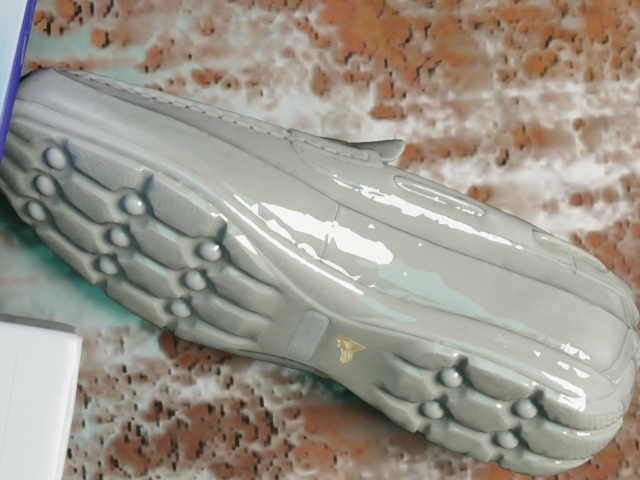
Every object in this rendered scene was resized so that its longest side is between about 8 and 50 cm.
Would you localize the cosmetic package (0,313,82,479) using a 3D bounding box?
[{"bbox_3d":[-0.204,0.097,0.768,0.184,0.151,0.151,10,87,-9],"label":"cosmetic package"}]

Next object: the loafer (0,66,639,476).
[{"bbox_3d":[0.000,0.000,0.834,0.319,0.112,0.111,27,49,-6],"label":"loafer"}]

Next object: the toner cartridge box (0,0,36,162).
[{"bbox_3d":[-0.204,-0.076,0.720,0.165,0.075,0.347,11,52,-9],"label":"toner cartridge box"}]
